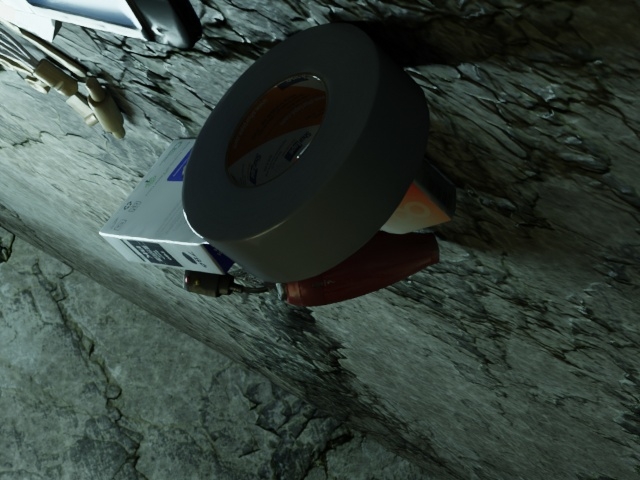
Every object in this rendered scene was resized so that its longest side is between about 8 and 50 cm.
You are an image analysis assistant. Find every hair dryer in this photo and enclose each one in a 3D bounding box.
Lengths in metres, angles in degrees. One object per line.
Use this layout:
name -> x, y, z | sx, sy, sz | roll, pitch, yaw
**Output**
hair dryer -> 0.000, 0.000, 1.619 | 0.294, 0.223, 0.080 | 8, 124, 26

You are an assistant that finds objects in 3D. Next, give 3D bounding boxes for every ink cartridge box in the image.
ink cartridge box -> 0.025, -0.051, 1.401 | 0.179, 0.045, 0.145 | -20, 136, 35
ink cartridge box -> -0.128, -0.044, 1.601 | 0.065, 0.165, 0.333 | 46, 161, -24

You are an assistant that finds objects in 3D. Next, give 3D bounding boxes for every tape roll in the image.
tape roll -> -0.015, -0.075, 1.161 | 0.072, 0.219, 0.219 | 39, 163, -35

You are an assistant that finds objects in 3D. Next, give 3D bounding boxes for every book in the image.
book -> -0.349, -0.275, 1.494 | 0.144, 0.035, 0.096 | 30, 163, -7

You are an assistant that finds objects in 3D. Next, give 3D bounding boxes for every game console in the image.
game console -> -0.293, -0.235, 1.207 | 0.293, 0.173, 0.250 | 19, 151, 38

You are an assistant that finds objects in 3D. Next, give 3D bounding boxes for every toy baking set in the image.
toy baking set -> -0.342, -0.204, 1.735 | 0.197, 0.030, 0.256 | 27, 166, 8
